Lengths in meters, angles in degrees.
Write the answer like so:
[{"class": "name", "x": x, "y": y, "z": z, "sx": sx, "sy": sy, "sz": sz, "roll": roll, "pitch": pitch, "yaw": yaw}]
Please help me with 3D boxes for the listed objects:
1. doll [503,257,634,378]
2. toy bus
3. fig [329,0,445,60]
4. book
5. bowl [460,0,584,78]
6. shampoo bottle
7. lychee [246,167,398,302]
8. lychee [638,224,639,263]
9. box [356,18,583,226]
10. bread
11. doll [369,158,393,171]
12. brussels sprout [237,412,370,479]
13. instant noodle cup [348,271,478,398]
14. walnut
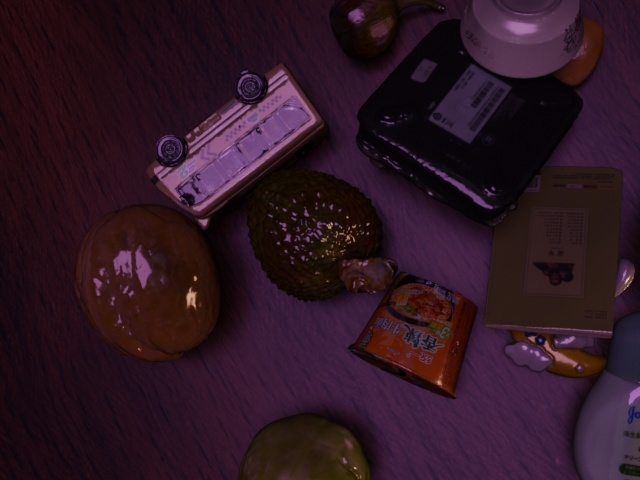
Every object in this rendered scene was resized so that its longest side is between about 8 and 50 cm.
[{"class": "doll", "x": 0.472, "y": 0.146, "z": 1.735, "sx": 0.252, "sy": 0.111, "sz": 0.237, "roll": 3, "pitch": 84, "yaw": 14}, {"class": "toy bus", "x": -0.170, "y": -0.192, "z": 1.859, "sx": 0.365, "sy": 0.177, "sz": 0.202, "roll": -37, "pitch": 85, "yaw": 4}, {"class": "fig", "x": 0.143, "y": -0.468, "z": 1.857, "sx": 0.245, "sy": 0.149, "sz": 0.149, "roll": -20, "pitch": 81, "yaw": -4}, {"class": "book", "x": 0.451, "y": 0.012, "z": 1.725, "sx": 0.239, "sy": 0.035, "sz": 0.352, "roll": 3, "pitch": 65, "yaw": 18}, {"class": "bowl", "x": 0.387, "y": -0.436, "z": 1.697, "sx": 0.237, "sy": 0.126, "sz": 0.238, "roll": -3, "pitch": 65, "yaw": 6}, {"class": "shampoo bottle", "x": 0.590, "y": 0.302, "z": 1.647, "sx": 0.221, "sy": 0.151, "sz": 0.350, "roll": 8, "pitch": 96, "yaw": 1}, {"class": "lychee", "x": -0.006, "y": -0.008, "z": 1.763, "sx": 0.270, "sy": 0.270, "sz": 0.320, "roll": -27, "pitch": 77, "yaw": 7}, {"class": "lychee", "x": 0.753, "y": -0.006, "z": 1.549, "sx": 0.432, "sy": 0.380, "sz": 0.380, "roll": -31, "pitch": 76, "yaw": -37}, {"class": "box", "x": 0.287, "y": -0.237, "z": 1.727, "sx": 0.350, "sy": 0.091, "sz": 0.359, "roll": 35, "pitch": 67, "yaw": 12}, {"class": "bread", "x": 0.459, "y": -0.405, "z": 1.801, "sx": 0.217, "sy": 0.098, "sz": 0.147, "roll": 20, "pitch": 85, "yaw": 11}, {"class": "doll", "x": 0.230, "y": -0.220, "z": 1.818, "sx": 0.278, "sy": 0.119, "sz": 0.154, "roll": -11, "pitch": 69, "yaw": 4}, {"class": "brussels sprout", "x": -0.035, "y": 0.475, "z": 1.732, "sx": 0.242, "sy": 0.316, "sz": 0.274, "roll": 17, "pitch": 67, "yaw": -19}, {"class": "instant noodle cup", "x": 0.192, "y": 0.179, "z": 1.738, "sx": 0.230, "sy": 0.230, "sz": 0.182, "roll": 24, "pitch": 81, "yaw": 12}, {"class": "walnut", "x": -0.348, "y": 0.090, "z": 1.810, "sx": 0.332, "sy": 0.333, "sz": 0.333, "roll": -1, "pitch": 84, "yaw": 11}]
